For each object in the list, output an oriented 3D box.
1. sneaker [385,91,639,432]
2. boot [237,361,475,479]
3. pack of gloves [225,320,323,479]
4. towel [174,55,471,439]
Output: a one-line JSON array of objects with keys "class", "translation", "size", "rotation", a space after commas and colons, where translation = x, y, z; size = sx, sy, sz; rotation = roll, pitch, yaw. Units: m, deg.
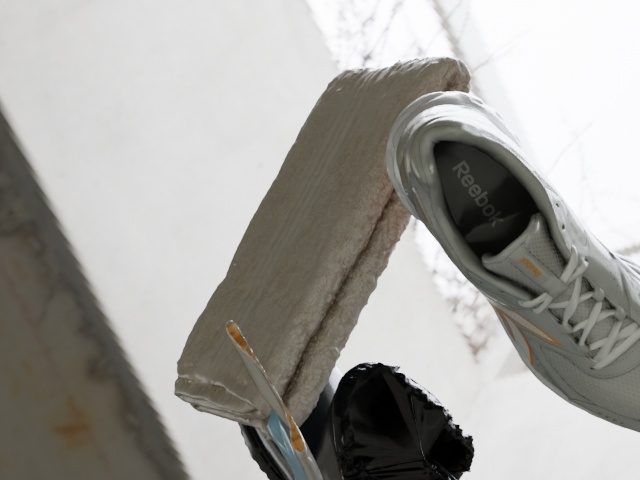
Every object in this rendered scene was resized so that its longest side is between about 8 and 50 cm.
[{"class": "sneaker", "translation": [0.134, 0.025, 1.018], "size": [0.262, 0.121, 0.099], "rotation": [45, -82, -3]}, {"class": "boot", "translation": [0.022, 0.132, 1.191], "size": [0.207, 0.094, 0.246], "rotation": [105, -36, -56]}, {"class": "pack of gloves", "translation": [0.002, 0.173, 0.931], "size": [0.046, 0.232, 0.195], "rotation": [-31, -117, -6]}, {"class": "towel", "translation": [0.000, 0.000, 1.183], "size": [0.049, 0.187, 0.282], "rotation": [32, -100, -21]}]
